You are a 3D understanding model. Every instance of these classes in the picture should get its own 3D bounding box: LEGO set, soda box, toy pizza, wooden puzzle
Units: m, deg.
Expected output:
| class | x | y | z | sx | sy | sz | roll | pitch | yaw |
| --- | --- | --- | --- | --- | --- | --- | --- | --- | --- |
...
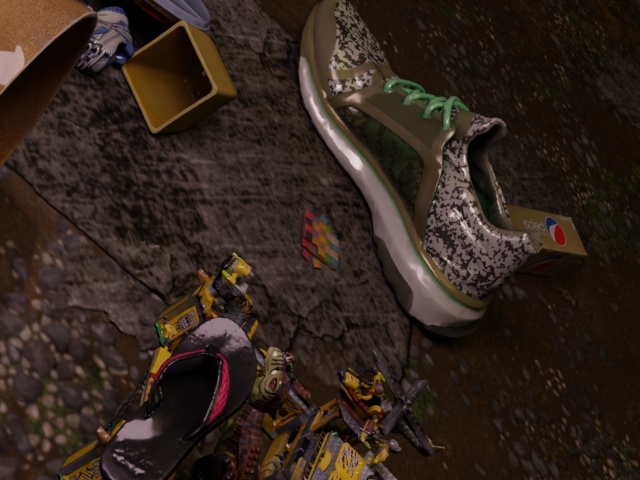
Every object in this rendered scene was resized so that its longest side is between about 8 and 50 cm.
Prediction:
| class | x | y | z | sx | sy | sz | roll | pitch | yaw |
| --- | --- | --- | --- | --- | --- | --- | --- | --- | --- |
| LEGO set | -0.034 | 0.146 | 1.336 | 0.255 | 0.192 | 0.331 | 53 | 30 | -7 |
| soda box | 0.247 | 0.000 | 2.019 | 0.181 | 0.061 | 0.058 | 8 | 56 | -53 |
| toy pizza | -0.189 | -0.269 | 1.632 | 0.201 | 0.032 | 0.201 | 42 | 12 | -11 |
| wooden puzzle | 0.000 | 0.000 | 1.714 | 0.049 | 0.006 | 0.083 | 37 | 35 | -30 |

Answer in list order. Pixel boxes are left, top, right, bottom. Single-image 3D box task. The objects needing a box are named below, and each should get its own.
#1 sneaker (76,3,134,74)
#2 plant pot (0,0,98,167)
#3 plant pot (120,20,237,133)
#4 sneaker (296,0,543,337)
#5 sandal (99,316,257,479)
| class | x | y | z | sx | sy | sz | roll | pitch | yaw |
| --- | --- | --- | --- | --- | --- | --- | --- | --- | --- |
| sneaker | -0.214 | -0.183 | 1.535 | 0.135 | 0.052 | 0.058 | -18 | 83 | -58 |
| plant pot | -0.333 | -0.146 | 1.189 | 0.254 | 0.237 | 0.237 | 38 | 32 | -2 |
| plant pot | -0.127 | -0.152 | 1.609 | 0.083 | 0.081 | 0.081 | 5 | 56 | -65 |
| sneaker | 0.123 | -0.109 | 1.822 | 0.158 | 0.182 | 0.410 | -4 | 65 | -57 |
| sandal | -0.098 | 0.115 | 1.222 | 0.067 | 0.040 | 0.179 | 26 | 45 | 11 |
